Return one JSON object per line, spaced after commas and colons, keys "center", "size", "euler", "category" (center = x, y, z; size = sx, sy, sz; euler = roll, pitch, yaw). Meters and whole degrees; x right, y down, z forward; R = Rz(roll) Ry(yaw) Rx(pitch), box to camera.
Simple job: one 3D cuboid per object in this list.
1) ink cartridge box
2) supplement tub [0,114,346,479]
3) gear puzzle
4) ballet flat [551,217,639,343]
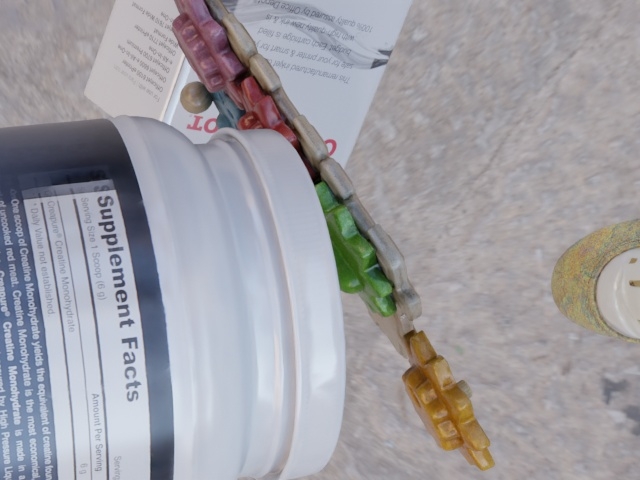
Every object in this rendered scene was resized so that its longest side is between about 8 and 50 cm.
{"center": [-0.040, -0.223, 1.182], "size": [0.223, 0.129, 0.308], "euler": [6, 113, -45], "category": "ink cartridge box"}
{"center": [-0.144, 0.044, 0.619], "size": [0.272, 0.191, 0.191], "euler": [-7, 88, -18], "category": "supplement tub"}
{"center": [0.000, 0.000, 0.817], "size": [0.044, 0.175, 0.339], "euler": [-31, 67, -7], "category": "gear puzzle"}
{"center": [0.342, 0.041, 1.183], "size": [0.348, 0.123, 0.123], "euler": [-3, 87, 35], "category": "ballet flat"}
